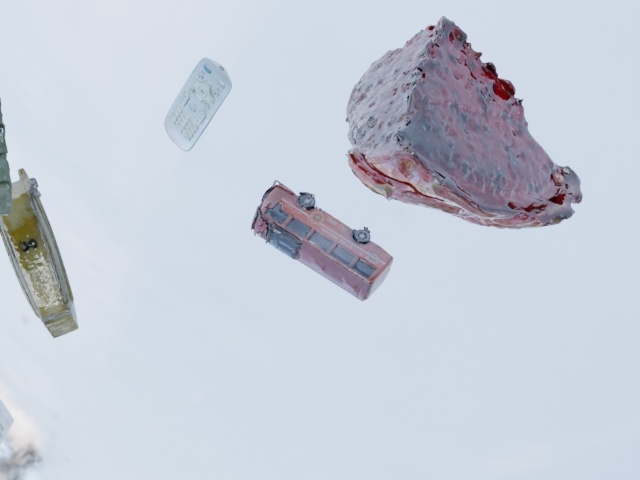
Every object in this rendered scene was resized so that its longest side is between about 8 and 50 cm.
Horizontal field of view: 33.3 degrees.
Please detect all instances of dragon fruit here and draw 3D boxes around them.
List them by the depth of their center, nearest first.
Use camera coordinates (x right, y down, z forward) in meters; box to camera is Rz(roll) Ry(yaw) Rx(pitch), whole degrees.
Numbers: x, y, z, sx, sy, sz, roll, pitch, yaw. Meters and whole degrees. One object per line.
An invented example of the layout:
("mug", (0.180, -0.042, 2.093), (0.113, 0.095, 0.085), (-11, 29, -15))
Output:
("dragon fruit", (0.174, -0.078, 1.448), (0.329, 0.286, 0.228), (38, 134, -24))

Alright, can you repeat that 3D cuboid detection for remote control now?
("remote control", (-0.206, -0.228, 1.823), (0.073, 0.044, 0.229), (49, 141, 5))

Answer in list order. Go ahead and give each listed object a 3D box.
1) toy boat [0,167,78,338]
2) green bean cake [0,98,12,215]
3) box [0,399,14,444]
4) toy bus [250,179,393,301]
("toy boat", (-0.374, 0.018, 1.413), (0.088, 0.068, 0.226), (142, 106, -81))
("green bean cake", (-0.403, -0.124, 1.151), (0.185, 0.094, 0.183), (29, 125, 45))
("box", (-0.393, 0.178, 1.047), (0.073, 0.139, 0.194), (11, 144, 18))
("toy bus", (0.000, 0.000, 1.684), (0.235, 0.096, 0.073), (31, 140, 11))
